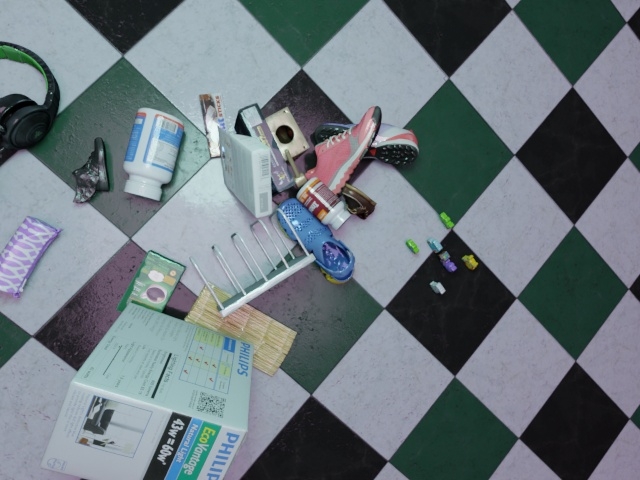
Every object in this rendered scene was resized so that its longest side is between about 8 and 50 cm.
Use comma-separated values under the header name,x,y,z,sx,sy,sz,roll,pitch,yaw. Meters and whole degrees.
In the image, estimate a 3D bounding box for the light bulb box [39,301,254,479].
name,x,y,z,sx,sy,sz,roll,pitch,yaw
light bulb box,-0.372,0.371,1.001,0.361,0.358,0.225,23,103,-13

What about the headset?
name,x,y,z,sx,sy,sz,roll,pitch,yaw
headset,-0.789,-0.303,0.987,0.243,0.185,0.394,10,77,-14

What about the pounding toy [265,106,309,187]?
name,x,y,z,sx,sy,sz,roll,pitch,yaw
pounding toy,-0.077,-0.258,1.168,0.094,0.181,0.206,-32,98,-12

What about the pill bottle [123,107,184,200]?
name,x,y,z,sx,sy,sz,roll,pitch,yaw
pill bottle,-0.448,-0.224,1.106,0.124,0.124,0.222,15,88,-14

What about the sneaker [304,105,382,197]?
name,x,y,z,sx,sy,sz,roll,pitch,yaw
sneaker,0.055,-0.253,1.177,0.136,0.116,0.314,32,124,-2

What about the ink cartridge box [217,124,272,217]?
name,x,y,z,sx,sy,sz,roll,pitch,yaw
ink cartridge box,-0.199,-0.189,1.097,0.056,0.224,0.181,-17,128,-26

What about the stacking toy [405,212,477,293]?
name,x,y,z,sx,sy,sz,roll,pitch,yaw
stacking toy,0.395,0.045,1.365,0.167,0.052,0.221,-36,97,-13

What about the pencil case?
name,x,y,z,sx,sy,sz,roll,pitch,yaw
pencil case,-0.751,0.040,1.053,0.088,0.086,0.206,28,85,0

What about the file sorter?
name,x,y,z,sx,sy,sz,roll,pitch,yaw
file sorter,-0.191,0.054,1.133,0.277,0.193,0.173,-31,95,-17

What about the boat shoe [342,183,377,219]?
name,x,y,z,sx,sy,sz,roll,pitch,yaw
boat shoe,0.111,-0.107,1.221,0.073,0.207,0.073,35,95,27

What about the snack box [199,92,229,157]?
name,x,y,z,sx,sy,sz,roll,pitch,yaw
snack box,-0.299,-0.329,1.193,0.064,0.022,0.178,-11,93,-15

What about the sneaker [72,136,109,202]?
name,x,y,z,sx,sy,sz,roll,pitch,yaw
sneaker,-0.613,-0.186,1.102,0.089,0.051,0.170,-6,96,-19

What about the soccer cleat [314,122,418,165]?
name,x,y,z,sx,sy,sz,roll,pitch,yaw
soccer cleat,0.140,-0.312,1.276,0.318,0.109,0.117,9,52,-2

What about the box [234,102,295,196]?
name,x,y,z,sx,sy,sz,roll,pitch,yaw
box,-0.158,-0.237,1.147,0.059,0.183,0.233,-26,98,-13

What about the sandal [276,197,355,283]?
name,x,y,z,sx,sy,sz,roll,pitch,yaw
sandal,0.000,0.000,1.218,0.317,0.138,0.126,45,83,-9

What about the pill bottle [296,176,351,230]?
name,x,y,z,sx,sy,sz,roll,pitch,yaw
pill bottle,0.012,-0.101,1.187,0.152,0.086,0.086,44,81,4

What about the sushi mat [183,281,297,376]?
name,x,y,z,sx,sy,sz,roll,pitch,yaw
sushi mat,-0.234,0.263,1.223,0.316,0.019,0.151,33,82,-13

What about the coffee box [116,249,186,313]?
name,x,y,z,sx,sy,sz,roll,pitch,yaw
coffee box,-0.465,0.131,1.151,0.113,0.040,0.184,27,85,-14
